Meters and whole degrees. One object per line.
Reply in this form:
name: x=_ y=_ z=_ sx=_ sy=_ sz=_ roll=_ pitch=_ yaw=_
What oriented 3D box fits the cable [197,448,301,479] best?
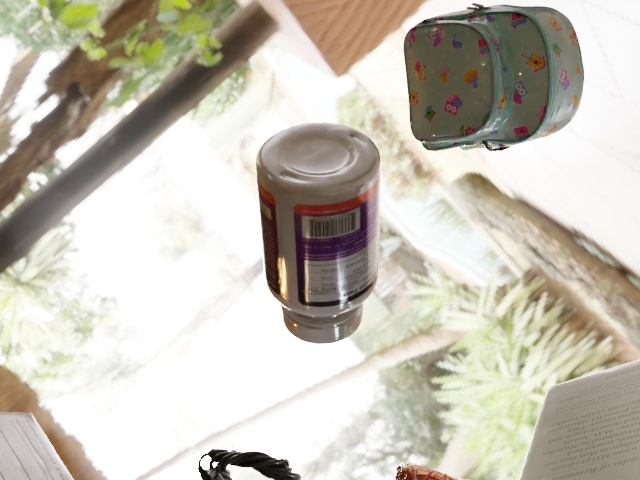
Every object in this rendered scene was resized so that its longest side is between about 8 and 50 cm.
cable: x=-0.090 y=0.373 z=1.363 sx=0.184 sy=0.151 sz=0.047 roll=55 pitch=-149 yaw=-29

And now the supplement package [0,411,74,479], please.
supplement package: x=-0.321 y=0.224 z=0.799 sx=0.105 sy=0.105 sz=0.179 roll=50 pitch=-175 yaw=19

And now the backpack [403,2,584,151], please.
backpack: x=0.191 y=-0.182 z=1.003 sx=0.144 sy=0.189 sz=0.165 roll=-13 pitch=-80 yaw=-52

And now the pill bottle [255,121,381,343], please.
pill bottle: x=0.000 y=0.000 z=0.812 sx=0.108 sy=0.108 sz=0.193 roll=49 pitch=150 yaw=42

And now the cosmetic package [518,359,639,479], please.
cosmetic package: x=0.285 y=0.300 z=0.785 sx=0.230 sy=0.162 sz=0.453 roll=62 pitch=-152 yaw=-7

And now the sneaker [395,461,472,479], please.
sneaker: x=0.135 y=0.267 z=0.906 sx=0.175 sy=0.068 sz=0.064 roll=13 pitch=108 yaw=61
